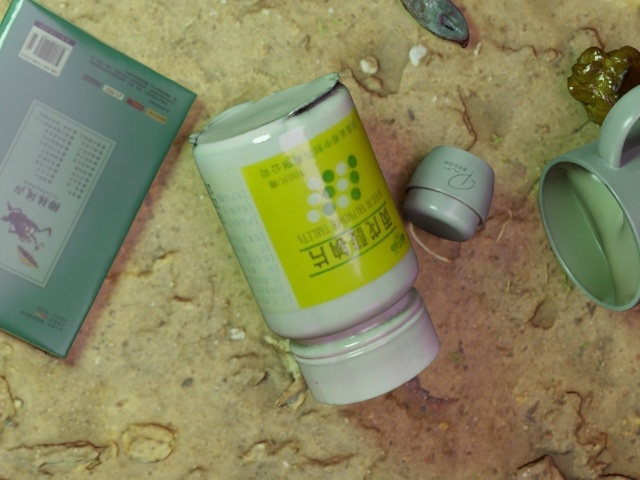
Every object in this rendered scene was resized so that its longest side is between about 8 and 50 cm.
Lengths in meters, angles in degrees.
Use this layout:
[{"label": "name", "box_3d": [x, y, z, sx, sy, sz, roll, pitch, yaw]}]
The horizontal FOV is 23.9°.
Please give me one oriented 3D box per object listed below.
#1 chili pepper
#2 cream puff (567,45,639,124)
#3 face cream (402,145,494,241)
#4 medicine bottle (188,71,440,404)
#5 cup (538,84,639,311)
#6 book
[{"label": "chili pepper", "box_3d": [0.153, -0.310, 2.037, 0.050, 0.041, 0.153, -35, 117, 28]}, {"label": "cream puff", "box_3d": [0.405, -0.221, 2.140, 0.122, 0.094, 0.116, -1, 101, -48]}, {"label": "face cream", "box_3d": [0.174, -0.062, 2.034, 0.117, 0.117, 0.104, 30, 77, -25]}, {"label": "medicine bottle", "box_3d": [0.000, 0.000, 1.909, 0.213, 0.213, 0.378, -29, 108, -19]}, {"label": "cup", "box_3d": [0.499, -0.102, 2.094, 0.327, 0.237, 0.323, -24, 133, -19]}, {"label": "book", "box_3d": [-0.341, -0.073, 1.842, 0.264, 0.031, 0.379, 30, 84, -24]}]
